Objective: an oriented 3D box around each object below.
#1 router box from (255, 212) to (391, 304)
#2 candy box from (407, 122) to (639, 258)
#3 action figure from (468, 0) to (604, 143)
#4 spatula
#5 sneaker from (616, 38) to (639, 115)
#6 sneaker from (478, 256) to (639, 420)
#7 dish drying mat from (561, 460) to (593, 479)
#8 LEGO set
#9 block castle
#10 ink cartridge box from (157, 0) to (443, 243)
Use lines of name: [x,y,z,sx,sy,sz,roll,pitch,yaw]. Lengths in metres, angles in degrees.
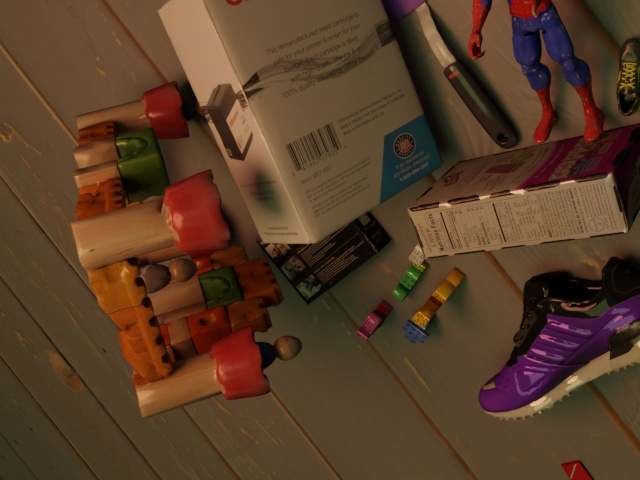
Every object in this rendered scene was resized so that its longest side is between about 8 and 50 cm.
router box: [0.000,0.000,1.103,0.133,0.046,0.179,51,131,0]
candy box: [0.238,-0.054,0.835,0.233,0.159,0.071,-8,110,38]
action figure: [0.206,-0.191,0.730,0.091,0.139,0.280,2,137,37]
spatula: [0.145,-0.231,0.883,0.084,0.030,0.296,-30,97,42]
sneaker: [0.332,-0.171,0.785,0.031,0.035,0.083,4,118,32]
sneaker: [0.296,0.115,0.940,0.146,0.102,0.293,52,127,4]
dish drying mat: [0.384,0.355,1.068,0.032,0.008,0.083,-32,95,41]
LEGO set: [0.129,0.089,1.034,0.087,0.093,0.227,37,130,11]
block castle: [-0.182,-0.009,0.989,0.453,0.213,0.303,-122,18,-59]
ink cartridge box: [-0.018,-0.179,0.881,0.129,0.223,0.307,0,118,58]
